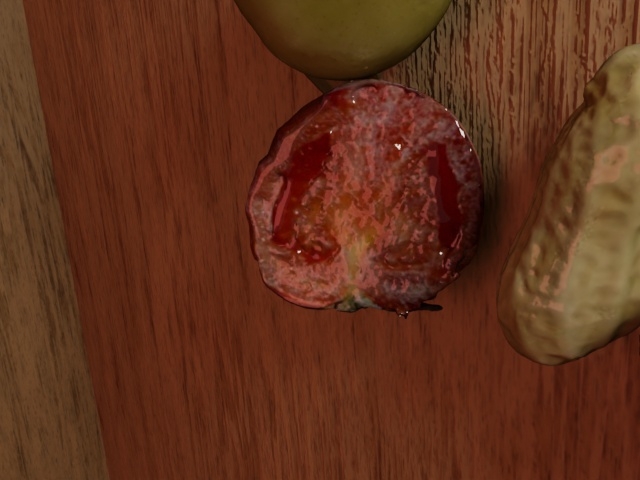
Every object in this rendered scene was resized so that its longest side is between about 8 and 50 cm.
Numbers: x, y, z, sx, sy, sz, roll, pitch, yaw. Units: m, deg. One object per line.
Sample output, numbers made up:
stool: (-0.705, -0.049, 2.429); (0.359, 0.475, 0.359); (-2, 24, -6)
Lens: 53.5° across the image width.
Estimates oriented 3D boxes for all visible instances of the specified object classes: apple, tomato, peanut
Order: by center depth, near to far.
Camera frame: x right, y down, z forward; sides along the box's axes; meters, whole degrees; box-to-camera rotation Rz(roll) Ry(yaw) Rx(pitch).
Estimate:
peanut: (0.261, -0.020, 0.580); (0.152, 0.152, 0.313); (36, 124, 41)
apple: (0.022, -0.315, 0.697); (0.262, 0.262, 0.262); (24, 121, 47)
tomato: (0.060, -0.054, 0.812); (0.309, 0.170, 0.308); (3, 101, 13)

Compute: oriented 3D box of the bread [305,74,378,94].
bread: (0.027, -0.213, 0.864); (0.074, 0.084, 0.139); (-27, 82, 53)
